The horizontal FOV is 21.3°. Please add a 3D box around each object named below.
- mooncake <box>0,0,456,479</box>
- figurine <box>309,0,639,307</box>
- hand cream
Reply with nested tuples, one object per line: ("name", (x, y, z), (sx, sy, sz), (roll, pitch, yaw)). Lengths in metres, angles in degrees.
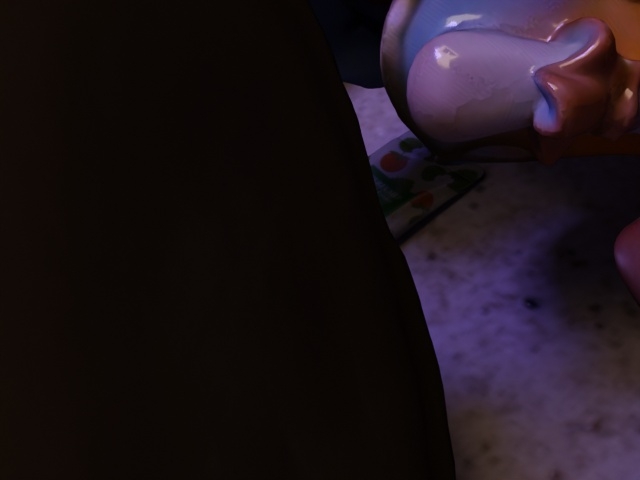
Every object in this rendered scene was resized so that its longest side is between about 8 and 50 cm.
("mooncake", (-0.132, 0.071, 0.508), (0.262, 0.467, 0.467), (-14, 45, 22))
("figurine", (0.164, -0.068, 0.636), (0.276, 0.248, 0.388), (-12, 45, -44))
("hand cream", (0.000, 0.000, 0.803), (0.165, 0.037, 0.057), (-36, 44, -18))
